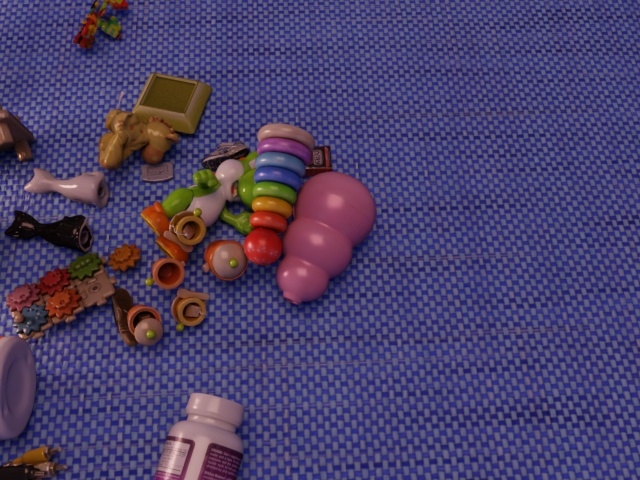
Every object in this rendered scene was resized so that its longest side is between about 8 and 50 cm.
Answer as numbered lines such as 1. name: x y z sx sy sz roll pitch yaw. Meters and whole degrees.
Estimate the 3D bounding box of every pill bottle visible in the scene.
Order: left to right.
1. pill bottle: -0.845 0.319 1.438 0.393 0.224 0.223 -1 66 -3
2. pill bottle: -0.259 0.486 1.417 0.169 0.169 0.301 14 66 4

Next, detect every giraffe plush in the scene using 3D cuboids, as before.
1. giraffe plush: -0.470 -0.269 1.760 0.171 0.210 0.181 14 34 -30

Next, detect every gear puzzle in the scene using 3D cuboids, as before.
1. gear puzzle: -0.587 0.102 1.616 0.339 0.044 0.175 -29 50 -14

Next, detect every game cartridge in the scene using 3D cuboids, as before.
1. game cartridge: -0.435 -0.181 1.792 0.083 0.017 0.055 -6 63 -4

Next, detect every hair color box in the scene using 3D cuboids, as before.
1. hair color box: -0.042 -0.212 1.805 0.141 0.043 0.071 -3 67 -3

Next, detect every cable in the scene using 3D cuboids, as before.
1. cable: -0.698 0.518 1.463 0.288 0.072 0.139 -1 83 10

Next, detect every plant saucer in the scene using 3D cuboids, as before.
1. plant saucer: -0.416 -0.393 1.855 0.189 0.045 0.188 11 57 3

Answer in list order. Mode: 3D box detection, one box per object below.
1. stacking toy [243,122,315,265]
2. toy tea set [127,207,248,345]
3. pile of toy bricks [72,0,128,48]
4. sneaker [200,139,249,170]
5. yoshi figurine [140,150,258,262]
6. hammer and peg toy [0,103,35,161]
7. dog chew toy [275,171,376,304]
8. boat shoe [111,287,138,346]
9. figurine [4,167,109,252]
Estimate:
1. stacking toy: -0.107 -0.102 1.581 0.141 0.141 0.330 10 75 2
2. toy tea set: -0.305 0.103 1.554 0.200 0.124 0.335 31 84 -28
3. pile of toy bricks: -0.626 -0.628 1.951 0.105 0.118 0.212 28 47 -20
4. sneaker: -0.263 -0.233 1.809 0.135 0.052 0.058 -22 58 -19
5. yoshi figurine: -0.245 -0.094 1.677 0.362 0.203 0.203 -38 88 -20
6. hammer and peg toy: -0.871 -0.254 1.627 0.266 0.361 0.127 -20 88 -9
7. dog chew toy: 0.000 0.000 1.634 0.207 0.206 0.331 24 75 8
8. boat shoe: -0.464 0.188 1.608 0.056 0.049 0.152 -8 61 -26
9. figurine: -0.671 -0.087 1.707 0.210 0.092 0.214 9 65 6
